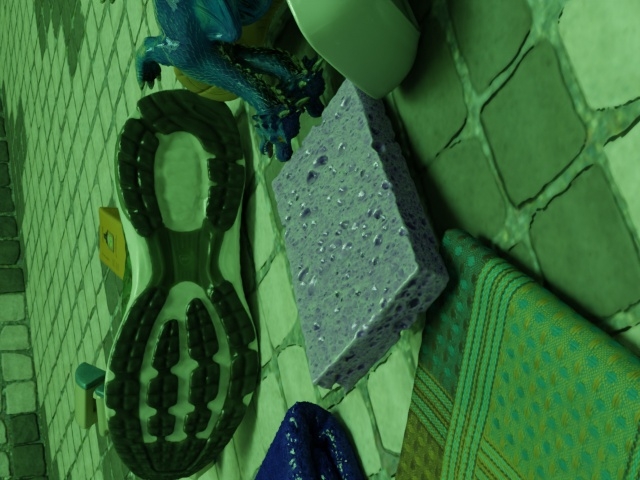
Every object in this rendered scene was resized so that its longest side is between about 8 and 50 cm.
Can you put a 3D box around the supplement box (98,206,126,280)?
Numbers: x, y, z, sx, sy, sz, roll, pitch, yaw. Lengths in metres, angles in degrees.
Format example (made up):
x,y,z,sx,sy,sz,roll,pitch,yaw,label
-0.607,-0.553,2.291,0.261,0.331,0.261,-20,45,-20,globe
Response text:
x,y,z,sx,sy,sz,roll,pitch,yaw,label
-0.230,0.009,1.238,0.233,0.080,0.078,22,112,61,supplement box

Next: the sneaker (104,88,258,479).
x,y,z,sx,sy,sz,roll,pitch,yaw,label
-0.153,0.049,1.033,0.182,0.158,0.410,-166,80,-77,sneaker

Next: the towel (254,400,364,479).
x,y,z,sx,sy,sz,roll,pitch,yaw,label
-0.030,0.312,0.839,0.308,0.076,0.228,113,144,-44,towel

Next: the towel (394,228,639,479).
x,y,z,sx,sy,sz,roll,pitch,yaw,label
0.141,0.184,0.501,0.370,0.040,0.271,-132,46,-57,towel

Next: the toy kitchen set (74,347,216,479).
x,y,z,sx,sy,sz,roll,pitch,yaw,label
-0.185,0.170,1.178,0.207,0.166,0.122,18,114,25,toy kitchen set

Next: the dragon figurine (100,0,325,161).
x,y,z,sx,sy,sz,roll,pitch,yaw,label
-0.091,-0.195,0.729,0.144,0.085,0.289,-2,123,29,dragon figurine

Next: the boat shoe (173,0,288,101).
x,y,z,sx,sy,sz,roll,pitch,yaw,label
-0.058,-0.245,0.813,0.277,0.098,0.096,-54,18,46,boat shoe

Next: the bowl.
x,y,z,sx,sy,sz,roll,pitch,yaw,label
0.017,-0.176,0.638,0.053,0.142,0.142,-26,69,18,bowl

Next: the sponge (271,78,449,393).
x,y,z,sx,sy,sz,roll,pitch,yaw,label
0.020,-0.010,0.670,0.117,0.031,0.210,-51,34,30,sponge
